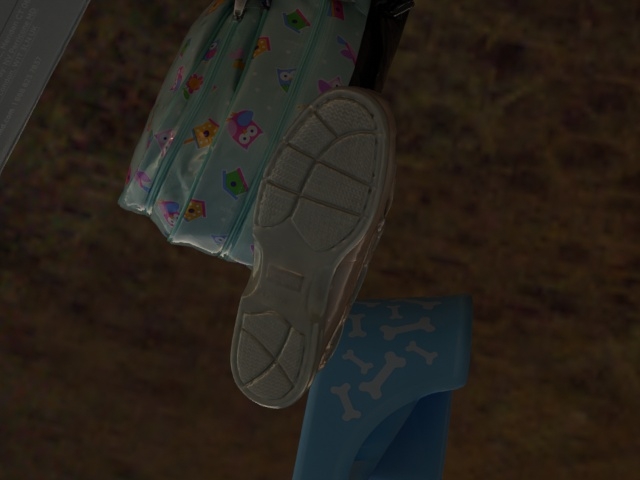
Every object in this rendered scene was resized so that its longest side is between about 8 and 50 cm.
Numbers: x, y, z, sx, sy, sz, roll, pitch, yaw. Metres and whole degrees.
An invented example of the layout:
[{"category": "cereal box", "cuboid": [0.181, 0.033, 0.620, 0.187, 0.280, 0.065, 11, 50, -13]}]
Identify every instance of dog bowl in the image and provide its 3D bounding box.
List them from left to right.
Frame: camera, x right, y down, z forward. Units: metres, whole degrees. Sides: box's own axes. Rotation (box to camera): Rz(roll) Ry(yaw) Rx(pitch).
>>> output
[{"category": "dog bowl", "cuboid": [0.016, 0.152, 0.864, 0.074, 0.297, 0.166, 11, 141, 2]}]

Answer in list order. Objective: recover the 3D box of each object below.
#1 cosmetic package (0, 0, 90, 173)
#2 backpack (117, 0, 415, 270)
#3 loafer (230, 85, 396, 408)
[{"category": "cosmetic package", "cuboid": [-0.206, -0.120, 0.614, 0.238, 0.127, 0.107, 16, 118, -29]}, {"category": "backpack", "cuboid": [-0.031, -0.066, 0.969, 0.115, 0.182, 0.152, 20, 141, 0]}, {"category": "loafer", "cuboid": [0.000, 0.000, 0.653, 0.045, 0.125, 0.039, 27, -157, 20]}]
